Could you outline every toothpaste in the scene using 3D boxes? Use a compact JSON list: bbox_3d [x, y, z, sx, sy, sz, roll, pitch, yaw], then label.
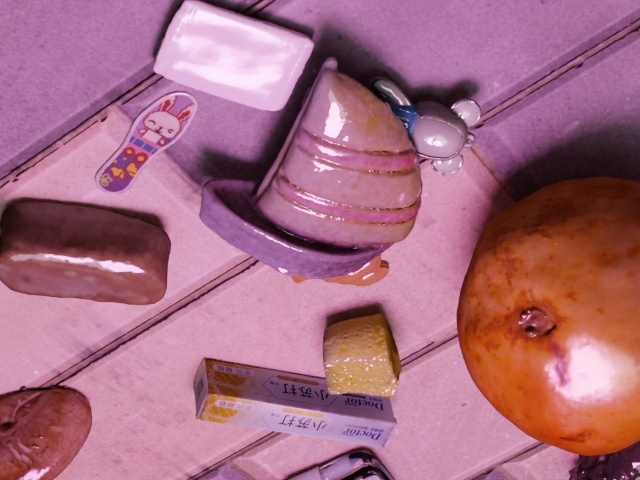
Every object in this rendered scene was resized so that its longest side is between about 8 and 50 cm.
[{"bbox_3d":[-0.039,0.256,2.098,0.312,0.089,0.071,12,124,-18],"label":"toothpaste"}]

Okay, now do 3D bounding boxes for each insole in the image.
[{"bbox_3d":[-0.232,-0.128,1.775,0.065,0.004,0.197,29,121,-30],"label":"insole"}]

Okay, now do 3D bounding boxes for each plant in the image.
[{"bbox_3d":[0.524,0.398,2.247,0.178,0.204,0.234,23,115,-15],"label":"plant"}]

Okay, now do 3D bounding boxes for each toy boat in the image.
[{"bbox_3d":[0.016,-0.060,1.757,0.276,0.111,0.293,32,127,-30],"label":"toy boat"}]

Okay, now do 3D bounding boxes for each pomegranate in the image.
[{"bbox_3d":[0.386,0.095,1.862,0.410,0.410,0.410,-4,132,-5],"label":"pomegranate"}]

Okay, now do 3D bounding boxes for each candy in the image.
[{"bbox_3d":[-0.321,0.020,1.830,0.234,0.104,0.102,5,136,-13],"label":"candy"}]

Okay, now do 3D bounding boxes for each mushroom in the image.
[{"bbox_3d":[-0.479,0.344,2.066,0.285,0.151,0.156,-28,128,16],"label":"mushroom"}]

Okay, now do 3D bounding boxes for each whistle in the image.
[{"bbox_3d":[0.090,-0.158,1.756,0.235,0.077,0.114,13,118,-12],"label":"whistle"}]

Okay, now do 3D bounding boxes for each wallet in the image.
[{"bbox_3d":[0.009,0.457,2.296,0.250,0.075,0.176,-23,135,11],"label":"wallet"},{"bbox_3d":[-0.109,-0.231,1.683,0.182,0.032,0.124,15,128,-19],"label":"wallet"}]

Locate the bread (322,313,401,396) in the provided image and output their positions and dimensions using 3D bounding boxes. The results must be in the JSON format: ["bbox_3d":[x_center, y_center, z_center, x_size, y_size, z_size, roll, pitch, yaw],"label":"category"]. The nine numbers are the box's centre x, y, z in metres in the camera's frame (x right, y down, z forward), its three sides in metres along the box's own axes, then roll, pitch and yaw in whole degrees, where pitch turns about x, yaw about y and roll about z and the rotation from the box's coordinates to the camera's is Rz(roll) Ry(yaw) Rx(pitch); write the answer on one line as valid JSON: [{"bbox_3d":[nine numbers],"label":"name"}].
[{"bbox_3d":[0.062,0.170,2.021,0.114,0.111,0.129,-6,135,2],"label":"bread"}]

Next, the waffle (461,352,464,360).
[{"bbox_3d":[0.312,0.158,2.096,0.191,0.038,0.191,-5,133,-6],"label":"waffle"}]

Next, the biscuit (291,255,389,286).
[{"bbox_3d":[0.000,0.000,1.913,0.250,0.035,0.162,30,117,-29],"label":"biscuit"}]
